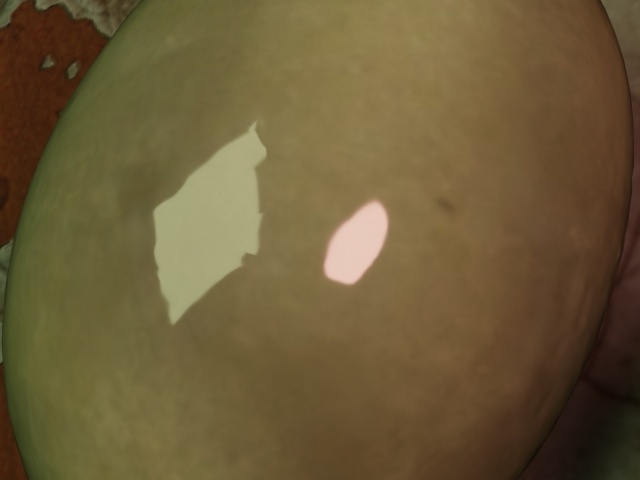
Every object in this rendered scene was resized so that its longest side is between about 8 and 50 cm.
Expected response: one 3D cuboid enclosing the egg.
[{"bbox_3d":[0.000,0.000,0.844,0.258,0.258,0.352,17,73,45],"label":"egg"}]
